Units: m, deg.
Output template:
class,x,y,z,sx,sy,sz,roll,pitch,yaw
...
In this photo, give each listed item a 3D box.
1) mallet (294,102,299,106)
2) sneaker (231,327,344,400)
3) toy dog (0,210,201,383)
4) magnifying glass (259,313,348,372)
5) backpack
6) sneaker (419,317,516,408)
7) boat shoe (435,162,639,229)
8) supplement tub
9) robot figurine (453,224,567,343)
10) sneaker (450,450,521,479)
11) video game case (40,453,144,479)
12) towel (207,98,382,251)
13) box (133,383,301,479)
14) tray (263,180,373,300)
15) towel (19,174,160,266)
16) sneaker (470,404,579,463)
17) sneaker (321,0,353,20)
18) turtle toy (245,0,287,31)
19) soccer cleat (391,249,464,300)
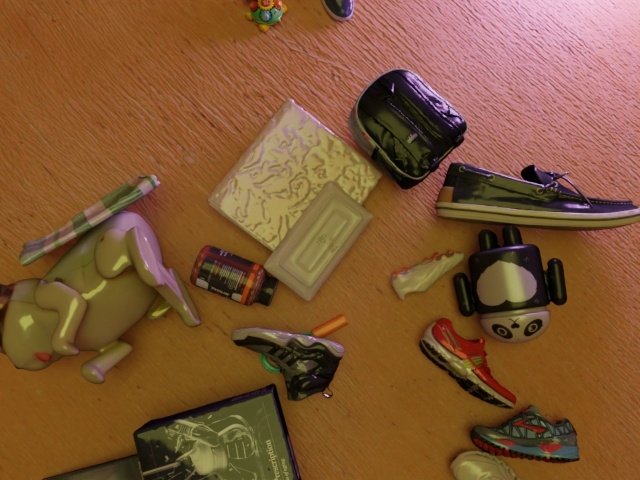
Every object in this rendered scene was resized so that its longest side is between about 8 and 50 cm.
class,x,y,z,sx,sy,sz,roll,pitch,yaw
mallet,-0.026,-0.268,1.557,0.062,0.039,0.189,-44,90,-7
sneaker,-0.084,0.290,1.416,0.269,0.101,0.153,11,81,-4
toy dog,-0.543,0.121,1.352,0.408,0.284,0.395,-30,63,-6
magnifying glass,-0.040,0.245,1.487,0.231,0.026,0.092,-27,84,-7
backpack,0.198,-0.278,1.490,0.253,0.191,0.225,45,79,-4
sneaker,0.374,0.293,1.468,0.279,0.107,0.118,41,73,1
boat shoe,0.536,-0.106,1.492,0.500,0.187,0.156,6,88,3
supplement tub,-0.203,0.091,1.459,0.198,0.106,0.106,21,81,1
robot figurine,0.450,0.106,1.457,0.174,0.209,0.278,-4,81,-28
sneaker,0.434,0.598,1.411,0.292,0.118,0.110,35,97,3
video game case,-0.492,0.606,1.374,0.274,0.026,0.196,-18,83,10
towel,-0.058,-0.130,1.510,0.317,0.053,0.332,37,83,-5
box,-0.207,0.535,1.359,0.313,0.179,0.343,-16,83,-5
tray,0.000,0.000,1.464,0.145,0.030,0.270,39,81,-10
towel,-0.522,-0.055,1.377,0.325,0.248,0.038,-34,108,-17
sneaker,0.485,0.459,1.465,0.262,0.104,0.125,10,64,-6
sneaker,0.042,-0.695,1.556,0.086,0.163,0.226,-11,84,-6
turtle toy,-0.152,-0.613,1.580,0.130,0.066,0.095,42,82,3
soccer cleat,0.269,0.083,1.512,0.196,0.068,0.076,-22,99,-5
